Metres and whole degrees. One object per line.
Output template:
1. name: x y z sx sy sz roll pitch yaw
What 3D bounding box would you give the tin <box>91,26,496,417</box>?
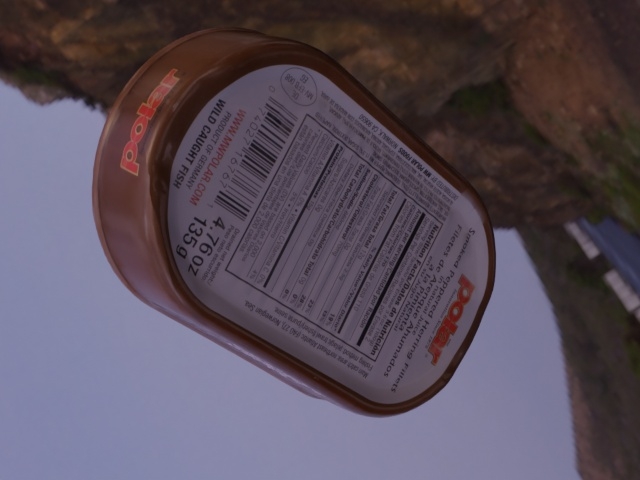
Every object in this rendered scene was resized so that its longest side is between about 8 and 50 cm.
1. tin: 0.000 0.000 0.415 0.040 0.106 0.189 24 172 47
